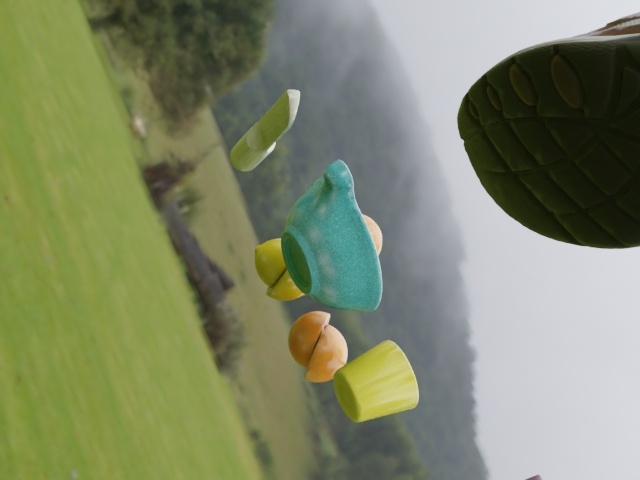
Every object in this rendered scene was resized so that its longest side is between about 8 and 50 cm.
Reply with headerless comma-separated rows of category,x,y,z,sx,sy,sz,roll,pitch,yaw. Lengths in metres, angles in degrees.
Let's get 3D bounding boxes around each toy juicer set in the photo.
toy juicer set,0.000,0.000,1.320,0.209,0.089,0.329,20,-52,65

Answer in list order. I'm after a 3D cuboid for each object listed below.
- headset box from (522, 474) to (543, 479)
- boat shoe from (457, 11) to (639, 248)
headset box,0.224,0.445,1.730,0.110,0.293,0.218,88,-23,-50
boat shoe,0.211,-0.077,0.718,0.324,0.120,0.123,-9,-74,55
